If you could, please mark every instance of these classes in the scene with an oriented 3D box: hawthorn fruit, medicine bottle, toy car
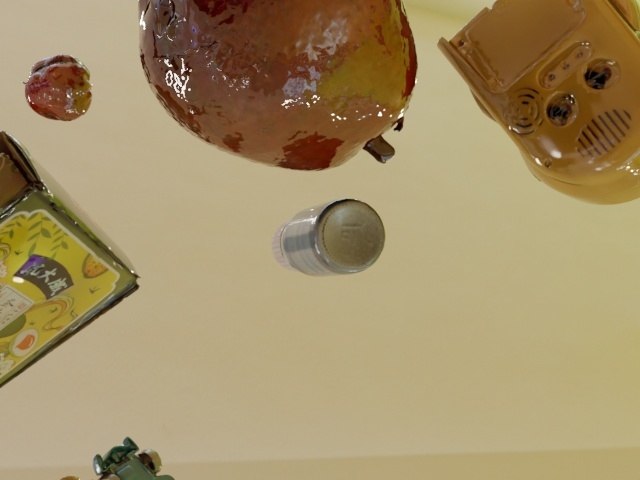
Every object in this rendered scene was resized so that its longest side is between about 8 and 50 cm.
[{"bbox_3d":[-0.342,-0.198,1.107,0.093,0.093,0.093,17,-140,-15],"label":"hawthorn fruit"},{"bbox_3d":[-0.036,-0.213,0.869,0.295,0.295,0.311,53,-158,26],"label":"hawthorn fruit"},{"bbox_3d":[0.000,0.000,0.978,0.083,0.203,0.083,1,-92,-19],"label":"medicine bottle"},{"bbox_3d":[-0.262,0.365,1.171,0.161,0.098,0.126,52,-154,7],"label":"toy car"}]

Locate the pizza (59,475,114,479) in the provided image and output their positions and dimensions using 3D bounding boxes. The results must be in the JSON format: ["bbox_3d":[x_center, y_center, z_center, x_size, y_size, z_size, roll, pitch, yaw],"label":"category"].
[{"bbox_3d":[-0.233,0.351,1.048,0.182,0.062,0.161,52,-163,14],"label":"pizza"}]

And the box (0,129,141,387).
[{"bbox_3d":[-0.532,0.080,1.299,0.420,0.373,0.138,-38,-116,-7],"label":"box"}]

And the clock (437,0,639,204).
[{"bbox_3d":[0.336,-0.200,1.124,0.200,0.244,0.317,8,-133,-49],"label":"clock"}]
